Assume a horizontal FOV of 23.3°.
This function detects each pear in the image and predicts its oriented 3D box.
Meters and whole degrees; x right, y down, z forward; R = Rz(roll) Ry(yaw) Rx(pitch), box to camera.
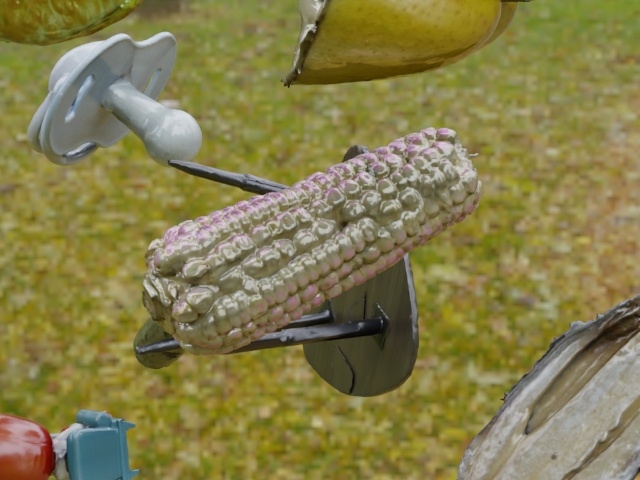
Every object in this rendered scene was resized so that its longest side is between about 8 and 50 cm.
[{"bbox_3d":[0.079,-0.215,1.279,0.178,0.267,0.267,21,14,-11],"label":"pear"}]

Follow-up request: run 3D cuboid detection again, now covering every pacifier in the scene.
[{"bbox_3d":[-0.279,-0.181,2.296,0.233,0.244,0.299,34,21,16],"label":"pacifier"}]

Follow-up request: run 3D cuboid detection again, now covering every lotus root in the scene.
[{"bbox_3d":[0.286,0.180,1.597,0.167,0.329,0.078,47,1,27],"label":"lotus root"}]

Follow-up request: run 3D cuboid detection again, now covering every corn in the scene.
[{"bbox_3d":[-0.001,-0.001,1.404,0.335,0.126,0.126,-22,24,-16],"label":"corn"}]

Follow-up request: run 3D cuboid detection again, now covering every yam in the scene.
[{"bbox_3d":[-0.186,0.113,1.967,0.070,0.069,0.146,-11,-18,-31],"label":"yam"}]

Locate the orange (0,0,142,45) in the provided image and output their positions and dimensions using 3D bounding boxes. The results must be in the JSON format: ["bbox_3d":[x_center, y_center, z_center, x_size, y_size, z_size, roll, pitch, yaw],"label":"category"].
[{"bbox_3d":[-0.196,-0.264,1.101,0.179,0.237,0.158,-5,30,9],"label":"orange"}]

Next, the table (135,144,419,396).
[{"bbox_3d":[-0.057,0.061,1.833,0.249,0.317,0.317,1,16,-24],"label":"table"}]

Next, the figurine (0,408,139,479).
[{"bbox_3d":[-0.209,0.163,1.173,0.140,0.068,0.075,-2,3,-34],"label":"figurine"}]
